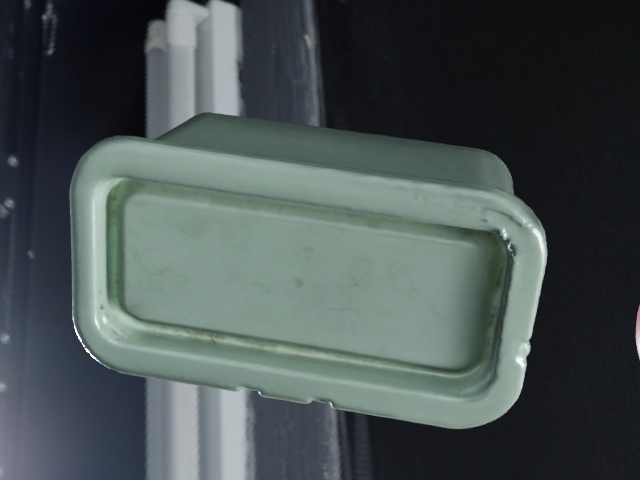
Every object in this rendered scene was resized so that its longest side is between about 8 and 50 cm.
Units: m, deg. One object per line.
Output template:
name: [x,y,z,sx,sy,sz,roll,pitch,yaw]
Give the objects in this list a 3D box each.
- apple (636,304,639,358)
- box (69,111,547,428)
apple: [0.294,0.064,0.656,0.153,0.120,0.153,-12,-133,13]
box: [0.000,0.000,0.709,0.312,0.182,0.175,9,-65,9]
